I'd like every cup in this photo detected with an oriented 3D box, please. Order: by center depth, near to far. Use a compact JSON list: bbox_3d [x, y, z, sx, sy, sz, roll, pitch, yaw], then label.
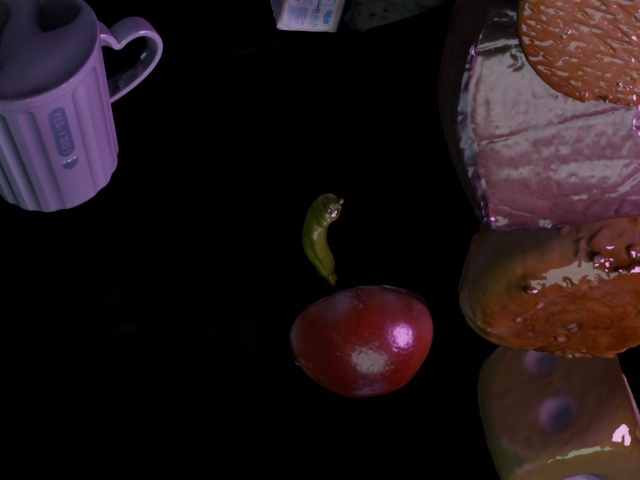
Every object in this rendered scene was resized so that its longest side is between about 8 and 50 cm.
[{"bbox_3d":[-0.278,-0.146,1.235,0.221,0.167,0.202,-4,145,-1],"label":"cup"}]

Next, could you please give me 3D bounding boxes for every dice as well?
[{"bbox_3d":[0.389,0.286,1.832,0.226,0.233,0.238,-18,140,16],"label":"dice"}]

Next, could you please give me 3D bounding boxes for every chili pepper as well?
[{"bbox_3d":[-0.001,0.000,1.568,0.049,0.043,0.208,-25,151,-18],"label":"chili pepper"}]

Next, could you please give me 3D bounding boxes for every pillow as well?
[{"bbox_3d":[0.121,-0.289,1.201,0.241,0.051,0.093,-21,140,22],"label":"pillow"}]

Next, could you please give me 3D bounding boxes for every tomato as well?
[{"bbox_3d":[0.060,0.168,1.734,0.199,0.112,0.228,21,132,-28],"label":"tomato"}]

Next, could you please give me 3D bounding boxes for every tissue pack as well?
[{"bbox_3d":[-0.010,-0.269,1.201,0.074,0.059,0.094,2,142,-14],"label":"tissue pack"}]

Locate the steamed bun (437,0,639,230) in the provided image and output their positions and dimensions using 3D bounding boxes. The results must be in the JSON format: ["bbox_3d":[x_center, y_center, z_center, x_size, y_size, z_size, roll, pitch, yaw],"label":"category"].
[{"bbox_3d":[0.252,-0.170,1.256,0.251,0.199,0.301,-6,127,5],"label":"steamed bun"}]

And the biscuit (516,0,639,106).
[{"bbox_3d":[0.269,-0.194,1.087,0.224,0.033,0.144,27,129,-25],"label":"biscuit"}]

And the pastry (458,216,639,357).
[{"bbox_3d":[0.337,0.031,1.537,0.315,0.184,0.284,7,147,-18],"label":"pastry"}]
